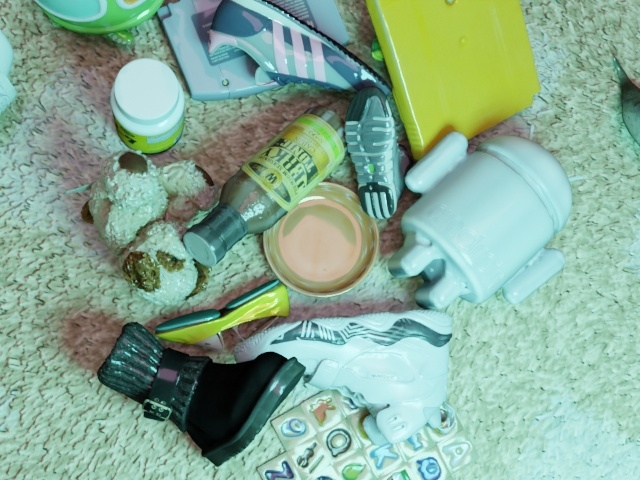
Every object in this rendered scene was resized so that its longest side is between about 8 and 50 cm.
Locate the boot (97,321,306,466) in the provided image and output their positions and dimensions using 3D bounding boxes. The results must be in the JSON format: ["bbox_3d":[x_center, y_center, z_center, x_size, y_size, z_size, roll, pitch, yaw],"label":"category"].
[{"bbox_3d":[-0.194,0.205,1.664,0.260,0.348,0.131,40,51,-3],"label":"boot"}]

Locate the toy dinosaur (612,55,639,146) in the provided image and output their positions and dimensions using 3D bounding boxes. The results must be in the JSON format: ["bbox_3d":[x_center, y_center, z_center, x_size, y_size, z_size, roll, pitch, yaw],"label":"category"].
[{"bbox_3d":[0.609,-0.200,1.933,0.160,0.121,0.314,-33,91,-24],"label":"toy dinosaur"}]

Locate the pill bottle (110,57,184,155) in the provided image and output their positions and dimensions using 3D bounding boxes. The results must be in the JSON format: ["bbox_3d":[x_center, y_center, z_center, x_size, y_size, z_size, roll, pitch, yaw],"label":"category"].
[{"bbox_3d":[-0.279,-0.217,1.774,0.119,0.208,0.119,1,80,-7],"label":"pill bottle"}]

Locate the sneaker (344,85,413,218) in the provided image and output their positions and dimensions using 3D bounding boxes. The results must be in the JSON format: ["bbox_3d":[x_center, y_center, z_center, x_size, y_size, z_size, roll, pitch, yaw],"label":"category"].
[{"bbox_3d":[0.105,-0.162,1.850,0.086,0.132,0.229,6,116,24],"label":"sneaker"}]

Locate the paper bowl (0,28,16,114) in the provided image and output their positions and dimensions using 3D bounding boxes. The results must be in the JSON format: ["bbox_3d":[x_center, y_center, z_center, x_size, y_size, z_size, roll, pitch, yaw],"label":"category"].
[{"bbox_3d":[-0.598,-0.307,1.709,0.284,0.284,0.148,39,77,0],"label":"paper bowl"}]

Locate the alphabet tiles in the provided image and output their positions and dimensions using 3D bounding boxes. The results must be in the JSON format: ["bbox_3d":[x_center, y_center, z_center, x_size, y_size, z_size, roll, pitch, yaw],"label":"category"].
[{"bbox_3d":[0.082,0.372,1.830,0.342,0.011,0.285,-28,85,-10],"label":"alphabet tiles"}]

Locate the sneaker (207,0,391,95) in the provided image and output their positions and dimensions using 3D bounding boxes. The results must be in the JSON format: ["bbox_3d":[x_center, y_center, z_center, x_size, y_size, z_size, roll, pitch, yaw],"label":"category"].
[{"bbox_3d":[-0.040,-0.298,1.835,0.319,0.112,0.131,31,102,-3],"label":"sneaker"}]

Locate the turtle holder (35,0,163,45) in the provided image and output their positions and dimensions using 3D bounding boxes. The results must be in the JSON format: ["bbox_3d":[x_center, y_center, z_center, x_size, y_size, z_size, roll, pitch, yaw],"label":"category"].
[{"bbox_3d":[-0.397,-0.493,1.785,0.243,0.227,0.320,-40,72,-4],"label":"turtle holder"}]

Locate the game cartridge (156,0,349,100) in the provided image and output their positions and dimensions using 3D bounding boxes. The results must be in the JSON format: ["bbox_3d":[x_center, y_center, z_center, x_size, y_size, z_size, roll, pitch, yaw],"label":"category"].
[{"bbox_3d":[-0.112,-0.359,1.899,0.297,0.062,0.198,-21,89,-10],"label":"game cartridge"}]

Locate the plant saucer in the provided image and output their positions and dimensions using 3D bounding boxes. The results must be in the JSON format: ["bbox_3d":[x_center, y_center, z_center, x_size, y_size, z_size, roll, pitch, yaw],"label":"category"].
[{"bbox_3d":[0.000,0.000,1.864,0.199,0.037,0.200,1,82,-8],"label":"plant saucer"}]

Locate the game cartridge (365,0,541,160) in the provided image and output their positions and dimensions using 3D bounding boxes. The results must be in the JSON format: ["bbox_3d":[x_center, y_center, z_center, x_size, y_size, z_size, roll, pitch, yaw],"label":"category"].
[{"bbox_3d":[0.228,-0.336,1.855,0.285,0.052,0.324,-28,113,-25],"label":"game cartridge"}]

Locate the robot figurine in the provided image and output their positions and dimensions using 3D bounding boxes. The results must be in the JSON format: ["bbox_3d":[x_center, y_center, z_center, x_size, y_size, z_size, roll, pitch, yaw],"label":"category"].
[{"bbox_3d":[0.276,-0.036,1.822,0.353,0.200,0.300,-43,98,-11],"label":"robot figurine"}]

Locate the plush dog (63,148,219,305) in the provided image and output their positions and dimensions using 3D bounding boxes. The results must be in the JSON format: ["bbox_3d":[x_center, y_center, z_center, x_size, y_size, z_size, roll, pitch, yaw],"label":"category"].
[{"bbox_3d":[-0.278,-0.001,1.756,0.210,0.262,0.225,-30,74,22],"label":"plush dog"}]

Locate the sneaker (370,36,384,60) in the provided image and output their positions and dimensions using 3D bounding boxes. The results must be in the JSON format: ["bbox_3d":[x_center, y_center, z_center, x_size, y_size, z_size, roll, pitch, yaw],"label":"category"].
[{"bbox_3d":[0.187,-0.413,1.909,0.295,0.109,0.123,-40,110,-19],"label":"sneaker"}]

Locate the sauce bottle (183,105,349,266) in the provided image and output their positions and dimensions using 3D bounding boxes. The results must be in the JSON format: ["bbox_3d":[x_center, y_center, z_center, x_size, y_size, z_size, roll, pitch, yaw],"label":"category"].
[{"bbox_3d":[-0.083,-0.086,1.778,0.111,0.111,0.344,43,59,1],"label":"sauce bottle"}]

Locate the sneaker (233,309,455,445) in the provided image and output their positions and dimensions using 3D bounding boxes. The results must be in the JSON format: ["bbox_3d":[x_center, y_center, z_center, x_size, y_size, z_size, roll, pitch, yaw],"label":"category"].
[{"bbox_3d":[0.049,0.231,1.771,0.365,0.137,0.210,-5,79,-11],"label":"sneaker"}]

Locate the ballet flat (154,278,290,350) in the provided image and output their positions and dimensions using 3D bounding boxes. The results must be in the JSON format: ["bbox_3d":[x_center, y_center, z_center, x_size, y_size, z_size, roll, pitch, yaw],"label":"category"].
[{"bbox_3d":[-0.155,0.138,1.807,0.231,0.077,0.077,-21,100,-12],"label":"ballet flat"}]
